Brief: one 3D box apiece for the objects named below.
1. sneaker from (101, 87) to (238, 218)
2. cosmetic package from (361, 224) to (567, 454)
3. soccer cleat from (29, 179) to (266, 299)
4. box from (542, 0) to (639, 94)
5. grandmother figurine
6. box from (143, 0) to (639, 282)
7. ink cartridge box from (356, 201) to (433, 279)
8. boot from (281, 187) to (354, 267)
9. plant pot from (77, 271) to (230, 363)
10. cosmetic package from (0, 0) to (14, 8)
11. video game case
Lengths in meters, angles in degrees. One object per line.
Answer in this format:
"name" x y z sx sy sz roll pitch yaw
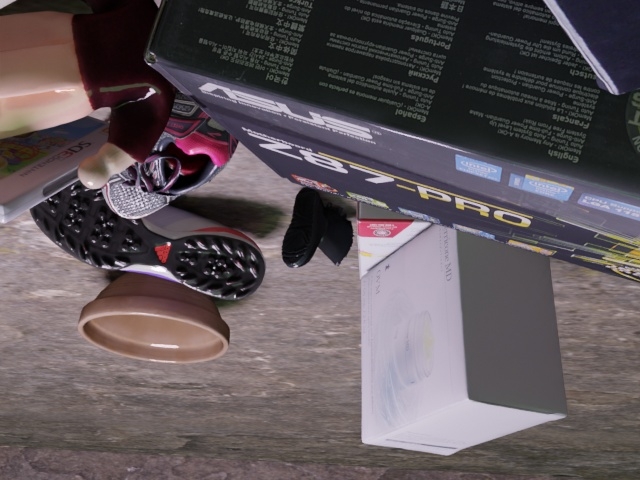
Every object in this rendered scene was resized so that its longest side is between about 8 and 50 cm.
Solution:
"sneaker" -0.178 -0.090 0.906 0.121 0.112 0.299 16 152 -24
"cosmetic package" 0.157 0.116 0.977 0.138 0.224 0.225 14 150 -24
"soccer cleat" -0.228 -0.007 1.104 0.318 0.108 0.116 19 -173 -9
"box" 0.213 -0.267 0.264 0.343 0.312 0.179 -16 146 35
"grandmother figurine" -0.203 -0.150 0.710 0.342 0.207 0.104 -14 -170 -9
"box" 0.132 -0.056 0.526 0.395 0.097 0.318 17 175 11
"ink cartridge box" 0.112 -0.012 1.060 0.127 0.072 0.175 1 153 4
"boot" -0.001 0.000 1.058 0.045 0.121 0.099 -10 144 31
"plant pot" -0.259 0.111 1.326 0.237 0.109 0.237 4 153 2
"cosmetic package" -0.169 -0.237 0.443 0.309 0.113 0.160 -13 137 31
"video game case" -0.321 -0.096 0.787 0.212 0.193 0.023 19 122 16
